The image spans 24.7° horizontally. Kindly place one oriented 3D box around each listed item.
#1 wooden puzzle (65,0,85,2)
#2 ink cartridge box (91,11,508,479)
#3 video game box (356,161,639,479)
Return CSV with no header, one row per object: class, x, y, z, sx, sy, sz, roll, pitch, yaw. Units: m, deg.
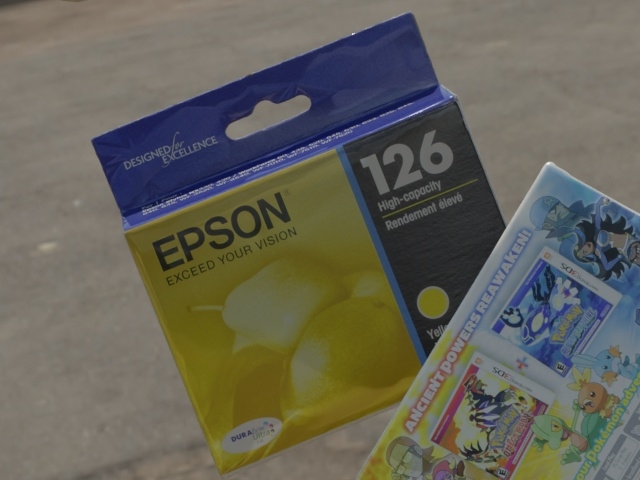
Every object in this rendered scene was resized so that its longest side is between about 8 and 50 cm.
wooden puzzle,-0.116,-0.356,0.944,0.080,0.348,0.322,1,-5,-43
ink cartridge box,0.000,0.000,1.227,0.303,0.307,0.072,-22,4,-3
video game box,0.149,0.092,0.779,0.187,0.205,0.048,31,-2,11
